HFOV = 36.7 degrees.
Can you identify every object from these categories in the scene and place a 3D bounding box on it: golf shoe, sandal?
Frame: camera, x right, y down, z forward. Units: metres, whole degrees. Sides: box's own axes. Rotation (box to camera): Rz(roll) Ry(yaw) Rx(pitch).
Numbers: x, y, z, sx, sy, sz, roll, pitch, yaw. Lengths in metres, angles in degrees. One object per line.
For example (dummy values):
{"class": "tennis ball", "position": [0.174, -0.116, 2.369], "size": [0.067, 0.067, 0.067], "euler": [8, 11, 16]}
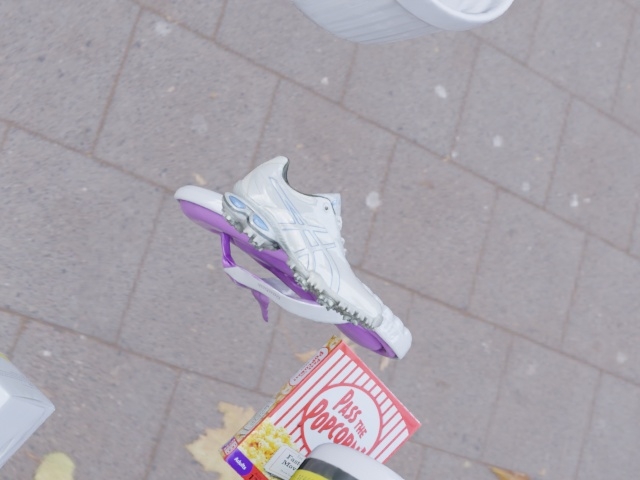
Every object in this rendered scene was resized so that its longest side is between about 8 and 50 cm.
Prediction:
{"class": "golf shoe", "position": [0.000, 0.000, 0.829], "size": [0.176, 0.069, 0.086], "euler": [43, 82, 1]}
{"class": "sandal", "position": [-0.031, 0.070, 1.271], "size": [0.416, 0.169, 0.102], "euler": [37, 74, -30]}

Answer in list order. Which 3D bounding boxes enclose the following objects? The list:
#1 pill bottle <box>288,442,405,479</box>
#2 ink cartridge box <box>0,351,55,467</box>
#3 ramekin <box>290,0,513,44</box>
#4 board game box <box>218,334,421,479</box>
{"class": "pill bottle", "position": [-0.026, 0.383, 0.955], "size": [0.334, 0.188, 0.188], "euler": [-49, 112, -23]}
{"class": "ink cartridge box", "position": [-0.374, 0.146, 0.929], "size": [0.176, 0.127, 0.128], "euler": [40, 81, 12]}
{"class": "ramekin", "position": [0.044, -0.238, 0.677], "size": [0.207, 0.109, 0.207], "euler": [13, 71, -45]}
{"class": "board game box", "position": [0.001, 0.231, 1.136], "size": [0.193, 0.045, 0.147], "euler": [-45, 103, -9]}
